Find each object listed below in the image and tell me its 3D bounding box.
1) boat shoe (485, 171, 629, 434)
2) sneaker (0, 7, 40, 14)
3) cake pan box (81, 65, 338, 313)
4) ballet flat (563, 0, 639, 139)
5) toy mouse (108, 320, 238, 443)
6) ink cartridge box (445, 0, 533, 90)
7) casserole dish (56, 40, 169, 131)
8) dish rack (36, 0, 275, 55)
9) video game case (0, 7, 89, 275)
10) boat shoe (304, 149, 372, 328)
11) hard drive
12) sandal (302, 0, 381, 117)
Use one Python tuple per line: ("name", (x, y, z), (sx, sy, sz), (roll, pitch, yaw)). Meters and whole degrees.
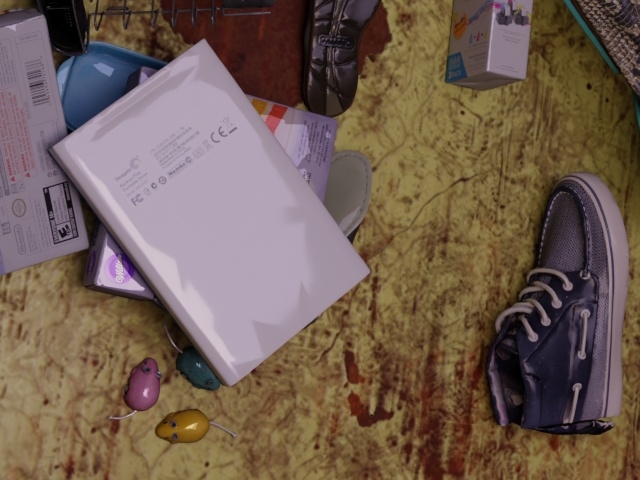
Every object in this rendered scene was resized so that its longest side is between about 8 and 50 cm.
("boat shoe", (0.293, 0.084, 1.939), (0.158, 0.127, 0.340), (-3, 90, -33))
("sneaker", (-0.396, -0.201, 1.652), (0.215, 0.084, 0.083), (-9, 96, -27))
("cake pan box", (-0.123, -0.038, 1.732), (0.246, 0.070, 0.266), (15, 81, -17))
("ballet flat", (0.439, -0.223, 1.941), (0.482, 0.182, 0.164), (61, 22, -24))
("toy mouse", (-0.167, 0.164, 1.769), (0.161, 0.031, 0.143), (-3, 89, -26))
("ink cartridge box", (0.215, -0.288, 1.934), (0.062, 0.104, 0.181), (9, 83, -25))
("casserole dish", (-0.219, -0.156, 1.758), (0.188, 0.037, 0.114), (17, 81, -23))
("dish rack", (-0.175, -0.311, 1.656), (0.272, 0.074, 0.208), (-3, 132, 3))
("video game case", (-0.388, -0.086, 1.618), (0.244, 0.061, 0.269), (-19, 114, -26))
("boat shoe", (0.000, 0.000, 1.840), (0.081, 0.068, 0.227), (21, 76, 6))
("hard drive", (-0.117, -0.031, 1.676), (0.210, 0.040, 0.318), (-39, 99, -19))
("sandal", (0.021, -0.260, 1.871), (0.090, 0.060, 0.219), (5, 100, -19))
